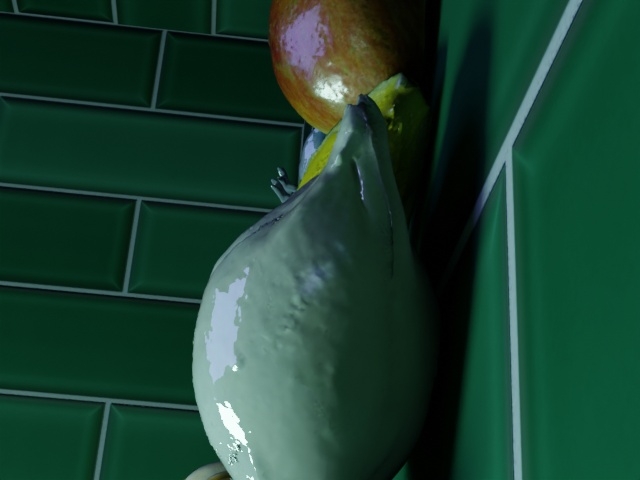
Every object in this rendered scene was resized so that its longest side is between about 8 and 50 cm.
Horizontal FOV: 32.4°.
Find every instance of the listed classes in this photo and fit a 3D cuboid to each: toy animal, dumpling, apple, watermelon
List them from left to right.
[{"bbox_3d":[0.000,0.000,0.951,0.301,0.123,0.129,-59,-15,-3],"label":"watermelon"},{"bbox_3d":[0.005,0.077,0.826,0.260,0.181,0.341,7,-107,-78],"label":"dumpling"},{"bbox_3d":[0.014,-0.102,1.649,0.255,0.176,0.239,59,-161,-27],"label":"toy animal"},{"bbox_3d":[0.033,-0.183,1.045,0.195,0.160,0.173,-9,-97,-88],"label":"apple"}]

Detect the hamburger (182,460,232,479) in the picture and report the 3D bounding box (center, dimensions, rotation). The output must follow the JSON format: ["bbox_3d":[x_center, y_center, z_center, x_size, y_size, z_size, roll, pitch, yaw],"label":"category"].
[{"bbox_3d":[-0.111,0.444,1.481,0.237,0.276,0.277,160,116,-74],"label":"hamburger"}]
